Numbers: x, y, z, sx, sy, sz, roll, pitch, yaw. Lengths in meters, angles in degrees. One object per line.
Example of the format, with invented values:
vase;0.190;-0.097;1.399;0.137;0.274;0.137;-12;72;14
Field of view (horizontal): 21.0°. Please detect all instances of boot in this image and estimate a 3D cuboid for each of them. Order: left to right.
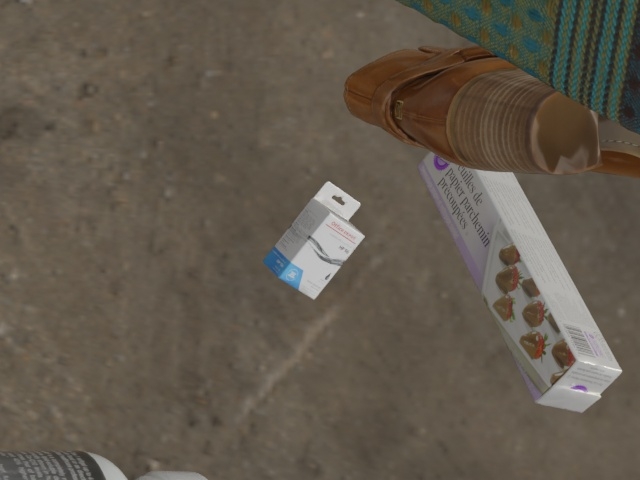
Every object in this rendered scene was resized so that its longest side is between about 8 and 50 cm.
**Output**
boot;0.124;-0.072;0.882;0.197;0.152;0.073;0;101;-36

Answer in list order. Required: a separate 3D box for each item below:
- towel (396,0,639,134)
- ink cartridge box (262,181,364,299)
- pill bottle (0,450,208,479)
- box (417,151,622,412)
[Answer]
towel;0.036;-0.209;0.678;0.040;0.370;0.271;-40;149;-34
ink cartridge box;0.000;0.000;1.373;0.083;0.028;0.048;-52;134;6
pill bottle;-0.209;0.218;1.131;0.278;0.162;0.162;4;92;-27
box;0.186;0.023;1.652;0.067;0.324;0.063;17;125;-37
